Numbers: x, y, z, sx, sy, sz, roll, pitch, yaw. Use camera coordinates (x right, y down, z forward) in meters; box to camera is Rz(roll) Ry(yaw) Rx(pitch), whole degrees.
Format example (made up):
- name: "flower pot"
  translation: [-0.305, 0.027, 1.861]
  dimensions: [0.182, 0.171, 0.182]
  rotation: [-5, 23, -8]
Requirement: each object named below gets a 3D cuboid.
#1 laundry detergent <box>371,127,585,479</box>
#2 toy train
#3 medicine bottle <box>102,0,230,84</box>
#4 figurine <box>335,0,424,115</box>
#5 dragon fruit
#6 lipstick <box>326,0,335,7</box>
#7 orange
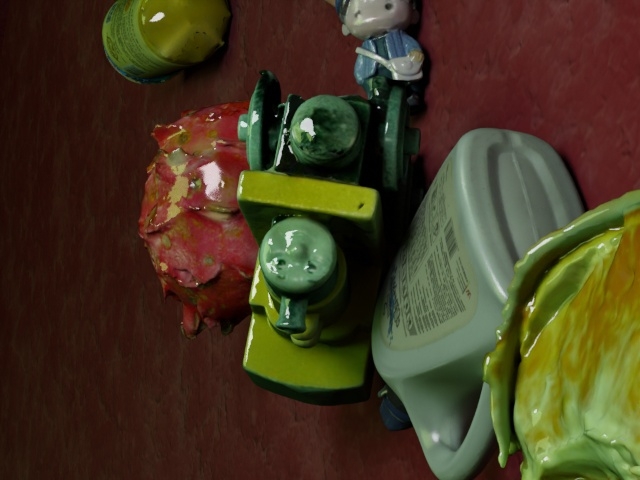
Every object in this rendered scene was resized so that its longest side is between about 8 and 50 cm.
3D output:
- name: "laundry detergent"
  translation: [0.109, 0.072, 1.412]
  dimensions: [0.280, 0.105, 0.215]
  rotation: [116, 153, -43]
- name: "toy train"
  translation: [0.000, 0.000, 1.528]
  dimensions: [0.369, 0.150, 0.237]
  rotation: [71, -152, -77]
- name: "medicine bottle"
  translation: [-0.192, -0.268, 2.302]
  dimensions: [0.239, 0.124, 0.124]
  rotation: [177, 97, -69]
- name: "figurine"
  translation: [0.061, -0.185, 1.664]
  dimensions: [0.087, 0.086, 0.149]
  rotation: [17, -120, -70]
- name: "dragon fruit"
  translation: [-0.089, -0.015, 1.856]
  dimensions: [0.205, 0.210, 0.268]
  rotation: [-34, -37, -63]
- name: "lipstick"
  translation: [0.007, -0.264, 1.790]
  dimensions: [0.145, 0.045, 0.045]
  rotation: [40, 125, 43]
- name: "orange"
  translation: [0.198, 0.135, 1.032]
  dimensions: [0.262, 0.196, 0.335]
  rotation: [-12, 78, 54]
